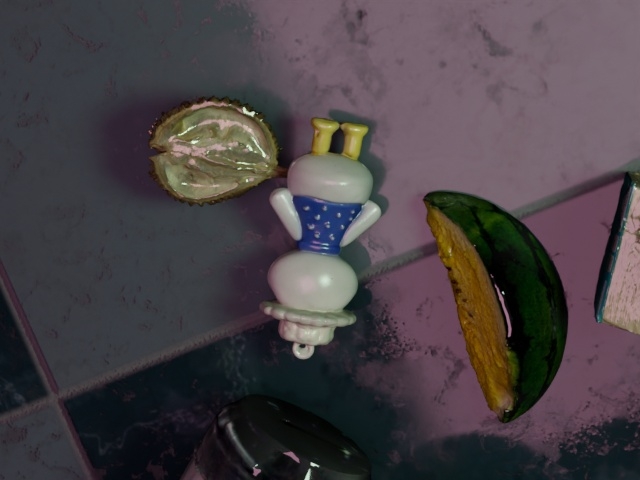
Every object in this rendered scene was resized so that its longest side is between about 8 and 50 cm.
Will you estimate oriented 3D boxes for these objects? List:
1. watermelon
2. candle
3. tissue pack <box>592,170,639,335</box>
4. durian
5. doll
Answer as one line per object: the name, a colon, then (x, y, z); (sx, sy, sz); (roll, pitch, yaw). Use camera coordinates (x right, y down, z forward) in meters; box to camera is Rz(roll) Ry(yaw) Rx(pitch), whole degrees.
watermelon: (0.214, 0.079, 1.768); (0.129, 0.123, 0.301); (-10, 100, 46)
candle: (-0.096, 0.369, 1.808); (0.221, 0.221, 0.342); (32, 105, 5)
tissue pack: (0.370, 0.016, 1.693); (0.082, 0.120, 0.169); (14, 101, 7)
durian: (-0.117, -0.114, 1.796); (0.188, 0.091, 0.148); (17, 112, -6)
doll: (0.000, 0.000, 1.781); (0.138, 0.119, 0.293); (6, 97, -16)
